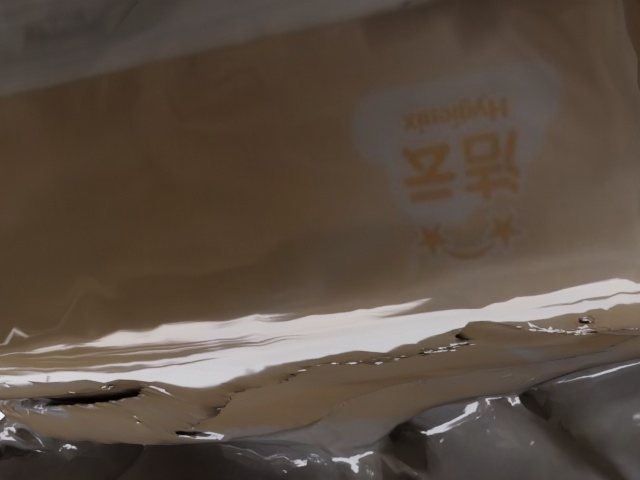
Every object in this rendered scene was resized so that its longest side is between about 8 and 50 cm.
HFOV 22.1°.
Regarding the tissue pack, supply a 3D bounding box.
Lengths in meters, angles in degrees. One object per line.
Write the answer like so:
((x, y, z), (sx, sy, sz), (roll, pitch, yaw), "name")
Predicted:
((0.000, 0.000, 0.471), (0.306, 0.238, 0.238), (-8, 161, 33), "tissue pack")
